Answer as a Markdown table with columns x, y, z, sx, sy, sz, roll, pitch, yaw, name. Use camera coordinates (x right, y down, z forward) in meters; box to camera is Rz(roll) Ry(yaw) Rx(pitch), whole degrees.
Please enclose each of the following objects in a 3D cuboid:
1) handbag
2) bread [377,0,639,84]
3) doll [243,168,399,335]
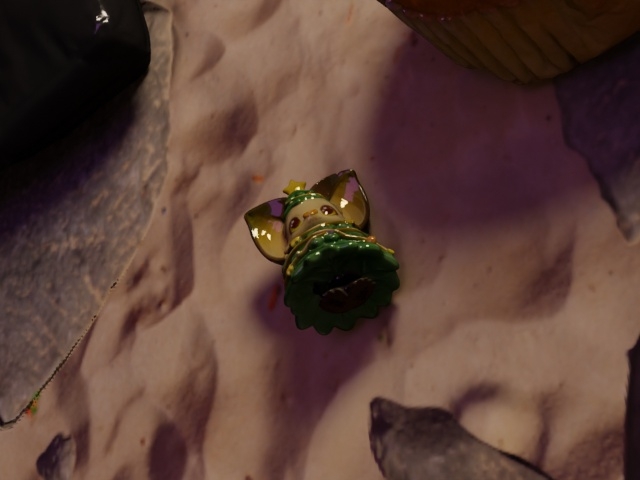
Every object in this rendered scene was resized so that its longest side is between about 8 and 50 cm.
| x | y | z | sx | sy | sz | roll | pitch | yaw | name |
| --- | --- | --- | --- | --- | --- | --- | --- | --- | --- |
| -0.250 | -0.182 | 1.070 | 0.244 | 0.088 | 0.275 | -35 | 63 | 22 | handbag |
| 0.143 | -0.204 | 0.795 | 0.250 | 0.133 | 0.179 | -22 | 61 | 25 | bread |
| 0.004 | 0.010 | 0.873 | 0.078 | 0.076 | 0.113 | -23 | 30 | -2 | doll |
